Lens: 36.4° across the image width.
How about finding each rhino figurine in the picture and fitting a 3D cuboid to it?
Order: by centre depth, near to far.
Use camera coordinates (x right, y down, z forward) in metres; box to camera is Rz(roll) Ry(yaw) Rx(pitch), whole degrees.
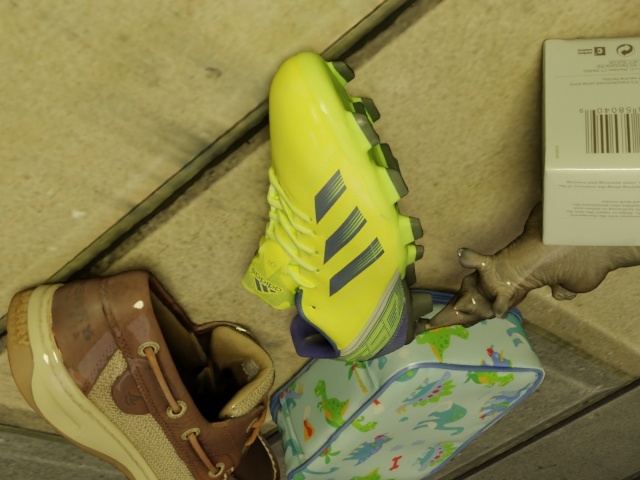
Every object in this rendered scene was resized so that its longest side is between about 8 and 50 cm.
[{"bbox_3d":[0.175,0.000,0.662,0.243,0.073,0.106,-27,167,-5],"label":"rhino figurine"}]

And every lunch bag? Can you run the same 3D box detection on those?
[{"bbox_3d":[0.073,0.133,0.836,0.176,0.090,0.219,8,139,-31],"label":"lunch bag"}]

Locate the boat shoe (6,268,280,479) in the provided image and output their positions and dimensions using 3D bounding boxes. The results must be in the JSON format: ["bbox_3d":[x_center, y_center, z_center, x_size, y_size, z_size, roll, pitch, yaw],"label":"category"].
[{"bbox_3d":[-0.088,0.122,0.727,0.123,0.123,0.342,-22,140,9],"label":"boat shoe"}]

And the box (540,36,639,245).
[{"bbox_3d":[0.183,-0.058,0.581,0.101,0.102,0.087,0,148,13],"label":"box"}]

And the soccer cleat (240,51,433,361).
[{"bbox_3d":[0.000,0.001,0.614,0.121,0.093,0.289,-16,147,2],"label":"soccer cleat"}]
